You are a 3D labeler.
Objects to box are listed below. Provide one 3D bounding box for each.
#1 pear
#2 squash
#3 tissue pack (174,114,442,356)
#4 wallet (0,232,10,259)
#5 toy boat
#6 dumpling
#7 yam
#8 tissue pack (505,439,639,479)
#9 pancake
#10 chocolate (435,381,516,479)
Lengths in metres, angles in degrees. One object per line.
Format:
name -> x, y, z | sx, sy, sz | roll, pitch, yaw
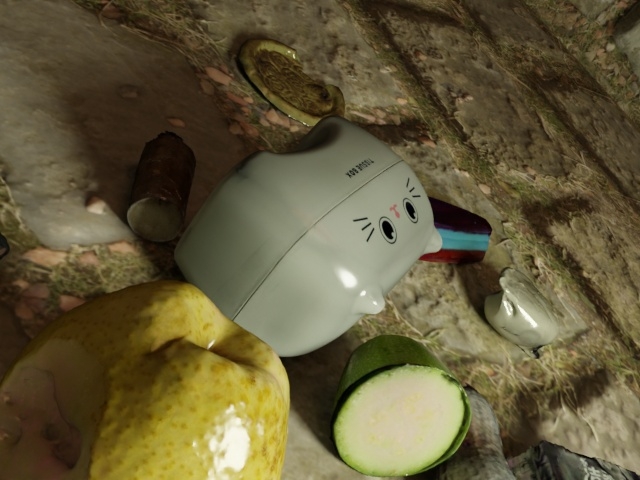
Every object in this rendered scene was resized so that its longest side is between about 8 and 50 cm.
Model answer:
pear -> -0.151, 0.165, 0.745 | 0.271, 0.271, 0.271 | 27, 35, -21
squash -> 0.093, 0.193, 1.052 | 0.170, 0.170, 0.123 | 30, 23, -16
tissue pack -> 0.000, 0.000, 1.105 | 0.236, 0.229, 0.333 | 44, 33, 6
wallet -> -0.453, -0.003, 0.832 | 0.146, 0.030, 0.285 | 47, 32, 14
toy boat -> 0.151, -0.030, 1.450 | 0.392, 0.079, 0.136 | 10, 42, -43
dumpling -> 0.335, 0.114, 1.443 | 0.176, 0.092, 0.150 | 31, 37, -17
yam -> -0.204, -0.071, 1.122 | 0.079, 0.079, 0.141 | 27, 36, -21
tissue pack -> 0.354, 0.432, 1.074 | 0.245, 0.123, 0.332 | 25, 39, -33
pancake -> -0.052, -0.287, 1.576 | 0.235, 0.029, 0.212 | 39, 34, 0
chocolate -> 0.189, 0.286, 1.083 | 0.110, 0.110, 0.248 | 23, 33, -26
